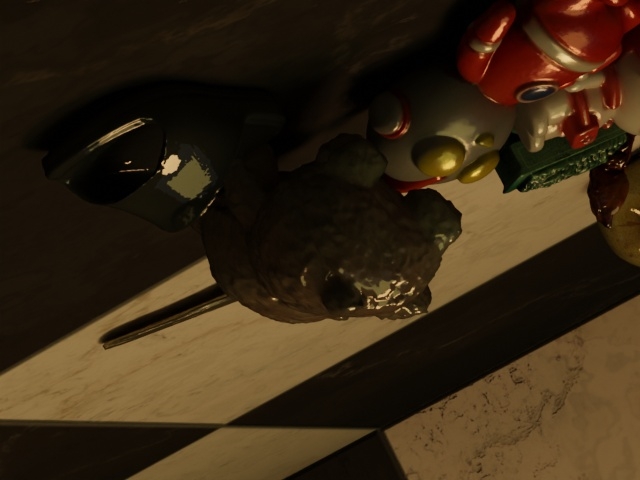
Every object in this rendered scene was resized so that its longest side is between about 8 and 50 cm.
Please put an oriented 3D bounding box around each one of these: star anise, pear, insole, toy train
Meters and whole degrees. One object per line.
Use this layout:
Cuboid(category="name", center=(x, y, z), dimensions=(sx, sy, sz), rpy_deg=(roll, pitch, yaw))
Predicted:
Cuboid(category="star anise", center=(0.298, -0.111, 2.081), dimensions=(0.144, 0.158, 0.140), rpy_deg=(10, 147, -9))
Cuboid(category="pear", center=(0.456, -0.043, 2.464), dimensions=(0.167, 0.167, 0.136), rpy_deg=(-35, -179, 33))
Cuboid(category="insole", center=(-0.129, 0.074, 2.054), dimensions=(0.248, 0.011, 0.081), rpy_deg=(-21, 176, -15))
Cuboid(category="toy train", center=(0.244, -0.111, 1.893), dimensions=(0.172, 0.099, 0.070), rpy_deg=(-22, 167, -22))

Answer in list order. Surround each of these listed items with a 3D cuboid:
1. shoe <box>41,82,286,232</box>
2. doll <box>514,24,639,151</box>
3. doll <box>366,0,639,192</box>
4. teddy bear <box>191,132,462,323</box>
Cuboid(category="shoe", center=(-0.103, -0.060, 1.428), dimensions=(0.108, 0.093, 0.241), rpy_deg=(-34, 167, 33))
Cuboid(category="doll", center=(0.322, -0.170, 1.744), dimensions=(0.290, 0.130, 0.161), rpy_deg=(-23, 160, -6))
Cuboid(category="doll", center=(0.150, -0.133, 1.604), dimensions=(0.336, 0.105, 0.200), rpy_deg=(-35, 155, 30))
Cuboid(category="teddy bear", center=(0.000, 0.001, 1.612), dimensions=(0.151, 0.236, 0.267), rpy_deg=(-55, -165, -13))
